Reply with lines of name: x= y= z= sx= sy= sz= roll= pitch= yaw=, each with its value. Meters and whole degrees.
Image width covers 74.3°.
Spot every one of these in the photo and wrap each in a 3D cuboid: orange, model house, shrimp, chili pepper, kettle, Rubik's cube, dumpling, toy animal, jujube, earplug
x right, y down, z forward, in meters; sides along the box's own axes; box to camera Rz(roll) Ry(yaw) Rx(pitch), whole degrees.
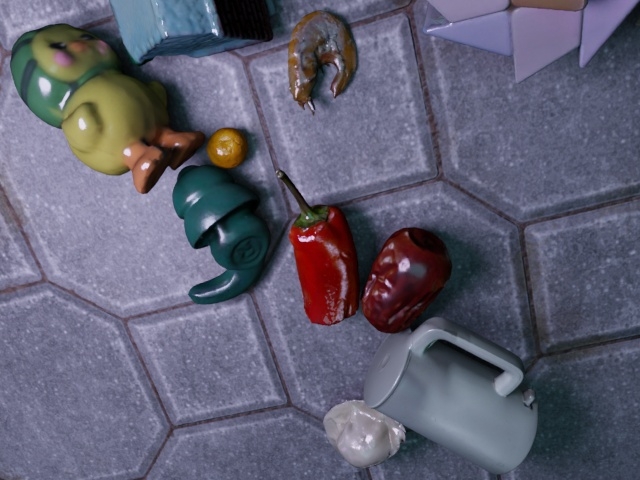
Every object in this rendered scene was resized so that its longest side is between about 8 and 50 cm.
orange: x=-0.187 y=-0.185 z=0.851 sx=0.083 sy=0.070 sz=0.083 roll=0 pitch=84 yaw=-3
model house: x=-0.220 y=-0.469 z=0.719 sx=0.248 sy=0.230 sz=0.281 roll=-26 pitch=113 yaw=-32
shrimp: x=0.001 y=-0.334 z=0.803 sx=0.132 sy=0.052 sz=0.188 roll=10 pitch=105 yaw=0
chili pepper: x=0.002 y=-0.002 z=0.863 sx=0.131 sy=0.134 sz=0.339 roll=-14 pitch=111 yaw=-6
kettle: x=0.283 y=0.328 z=0.900 sx=0.317 sy=0.265 sz=0.205 roll=29 pitch=66 yaw=-3
Rubik's cube: x=0.312 y=-0.464 z=0.607 sx=0.387 sy=0.358 sz=0.368 roll=1 pitch=148 yaw=29
dumpling: x=0.090 y=0.460 z=1.014 sx=0.172 sy=0.142 sz=0.247 roll=50 pitch=127 yaw=5
toy animal: x=-0.405 y=-0.236 z=0.788 sx=0.338 sy=0.216 sz=0.191 roll=42 pitch=132 yaw=-7
jujube: x=0.170 y=0.086 z=0.877 sx=0.155 sy=0.155 sz=0.230 roll=29 pitch=112 yaw=-6
earplug: x=-0.216 y=-0.020 z=0.886 sx=0.257 sy=0.164 sz=0.280 roll=-29 pitch=93 yaw=49

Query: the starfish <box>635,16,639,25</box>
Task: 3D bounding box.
starfish: x=0.744 y=-0.530 z=0.662 sx=0.397 sy=0.132 sz=0.384 roll=6 pitch=101 yaw=15
